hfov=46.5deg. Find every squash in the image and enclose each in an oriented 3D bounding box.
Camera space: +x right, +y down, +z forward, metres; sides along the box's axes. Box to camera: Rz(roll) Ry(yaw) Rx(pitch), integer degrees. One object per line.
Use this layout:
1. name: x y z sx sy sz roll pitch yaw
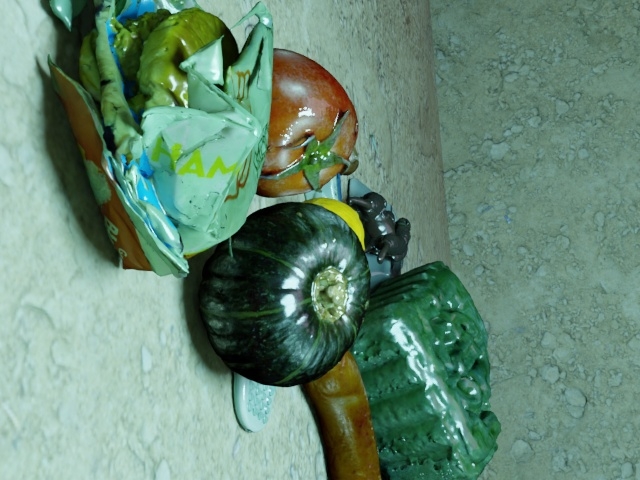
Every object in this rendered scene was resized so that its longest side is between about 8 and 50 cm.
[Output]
1. squash: -0.035 0.052 0.758 0.193 0.156 0.193 -17 119 -33

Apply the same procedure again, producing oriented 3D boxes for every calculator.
1. calculator: -0.071 0.140 0.844 0.095 0.021 0.152 58 30 -55

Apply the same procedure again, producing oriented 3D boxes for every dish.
1. dish: 0.108 0.021 1.399 0.182 0.080 0.243 61 28 -53

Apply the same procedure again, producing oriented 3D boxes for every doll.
1. doll: 0.106 -0.024 1.308 0.165 0.057 0.139 -20 87 -51

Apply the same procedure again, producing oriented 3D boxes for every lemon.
1. lemon: 0.000 0.000 0.981 0.155 0.114 0.114 -23 106 -68

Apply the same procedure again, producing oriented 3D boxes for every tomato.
1. tomato: -0.046 -0.131 0.821 0.167 0.168 0.167 -7 90 -74

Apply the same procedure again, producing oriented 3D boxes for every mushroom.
1. mushroom: 0.029 -0.165 1.256 0.123 0.052 0.123 -10 90 -81

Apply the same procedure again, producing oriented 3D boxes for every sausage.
1. sausage: 0.034 0.262 1.047 0.103 0.076 0.302 -61 141 -66

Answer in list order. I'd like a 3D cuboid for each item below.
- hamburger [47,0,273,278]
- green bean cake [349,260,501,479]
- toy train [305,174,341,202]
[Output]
1. hamburger: -0.100 -0.114 0.627 0.260 0.151 0.275 -16 98 -75
2. green bean cake: 0.175 0.212 1.200 0.308 0.169 0.300 -31 96 -59
3. toy train: 0.003 -0.082 1.136 0.051 0.052 0.233 28 57 -67
